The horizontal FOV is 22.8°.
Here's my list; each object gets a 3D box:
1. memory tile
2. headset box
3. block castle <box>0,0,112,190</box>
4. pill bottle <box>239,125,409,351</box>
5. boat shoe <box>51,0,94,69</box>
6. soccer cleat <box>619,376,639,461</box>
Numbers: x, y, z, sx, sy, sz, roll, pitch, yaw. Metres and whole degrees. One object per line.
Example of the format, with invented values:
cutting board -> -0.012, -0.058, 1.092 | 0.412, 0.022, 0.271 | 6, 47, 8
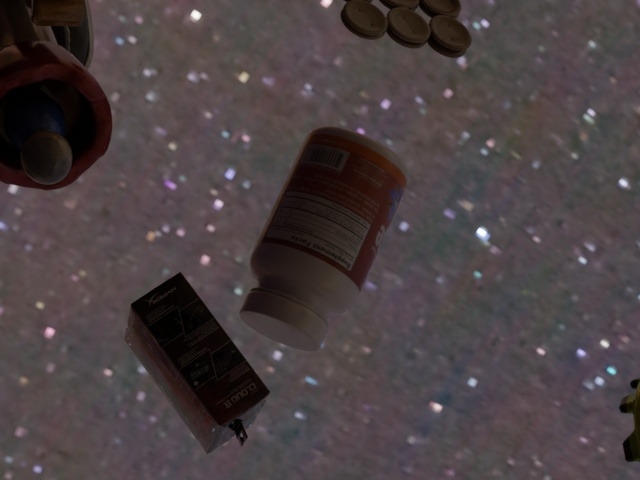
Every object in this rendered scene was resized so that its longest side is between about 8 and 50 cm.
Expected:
memory tile -> 0.054, -0.203, 1.235 | 0.012, 0.113, 0.148 | -59, -144, 43
headset box -> -0.060, 0.065, 0.786 | 0.032, 0.062, 0.083 | -33, -101, -19
block castle -> -0.258, -0.233, 0.851 | 0.213, 0.303, 0.453 | -120, -150, -53
pill bottle -> 0.000, 0.000, 1.654 | 0.121, 0.121, 0.216 | 8, -113, 43
boat shoe -> -0.314, -0.300, 1.492 | 0.112, 0.095, 0.335 | -23, -96, 23
soccer cleat -> 0.273, 0.157, 1.092 | 0.121, 0.093, 0.289 | -18, -167, 14
